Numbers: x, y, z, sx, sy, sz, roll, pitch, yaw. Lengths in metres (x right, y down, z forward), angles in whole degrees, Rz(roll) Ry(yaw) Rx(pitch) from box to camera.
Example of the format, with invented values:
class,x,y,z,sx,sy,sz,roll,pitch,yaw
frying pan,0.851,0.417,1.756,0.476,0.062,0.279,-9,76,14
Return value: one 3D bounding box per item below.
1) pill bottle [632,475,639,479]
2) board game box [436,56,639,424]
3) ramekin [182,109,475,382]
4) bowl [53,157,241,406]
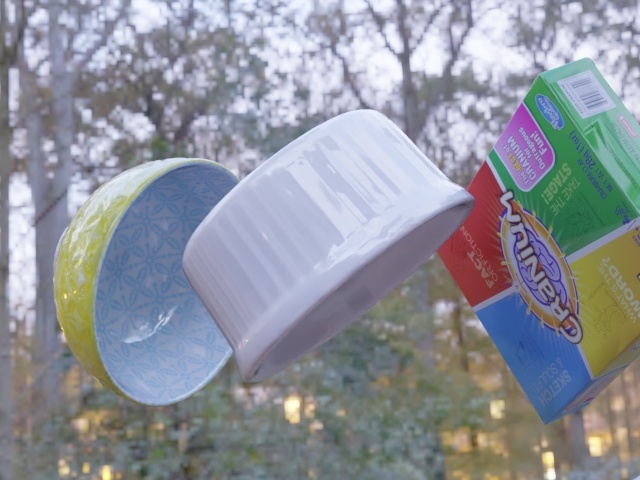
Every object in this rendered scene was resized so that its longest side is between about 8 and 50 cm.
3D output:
class,x,y,z,sx,sy,sz,roll,pitch,yaw
pill bottle,0.296,0.273,0.741,0.181,0.181,0.323,-15,-48,44
board game box,0.243,0.012,1.230,0.064,0.242,0.316,-21,-23,-25
ramekin,0.000,0.000,1.196,0.277,0.135,0.277,-38,-10,-8
bowl,-0.215,0.036,1.452,0.156,0.289,0.289,12,-2,34
